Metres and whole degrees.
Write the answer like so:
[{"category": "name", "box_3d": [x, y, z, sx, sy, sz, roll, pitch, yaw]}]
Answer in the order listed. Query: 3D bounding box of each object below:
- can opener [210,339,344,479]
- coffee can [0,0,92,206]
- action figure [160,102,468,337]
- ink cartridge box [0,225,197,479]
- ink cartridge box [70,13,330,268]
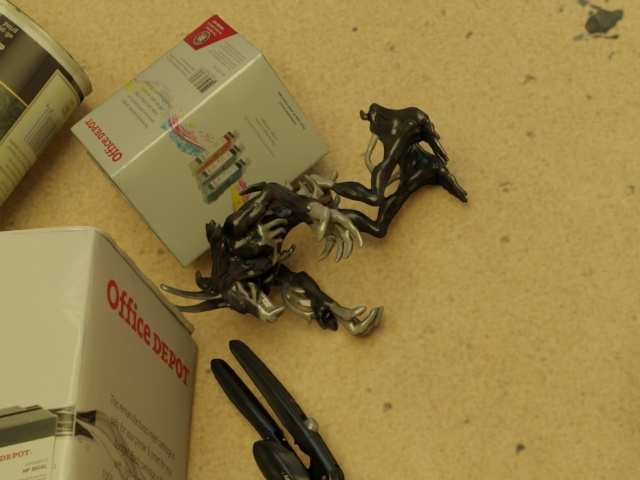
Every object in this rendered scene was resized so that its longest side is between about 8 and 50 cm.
[{"category": "can opener", "box_3d": [-0.038, 0.158, 1.658, 0.059, 0.073, 0.186, -36, 55, 6]}, {"category": "coffee can", "box_3d": [-0.375, -0.095, 1.762, 0.201, 0.201, 0.275, 31, 77, 23]}, {"category": "action figure", "box_3d": [0.000, 0.000, 1.660, 0.275, 0.164, 0.141, -37, 60, -10]}, {"category": "ink cartridge box", "box_3d": [-0.227, 0.221, 1.549, 0.166, 0.285, 0.395, -2, 67, 13]}, {"category": "ink cartridge box", "box_3d": [-0.111, -0.091, 1.716, 0.176, 0.127, 0.128, -38, 34, -4]}]
